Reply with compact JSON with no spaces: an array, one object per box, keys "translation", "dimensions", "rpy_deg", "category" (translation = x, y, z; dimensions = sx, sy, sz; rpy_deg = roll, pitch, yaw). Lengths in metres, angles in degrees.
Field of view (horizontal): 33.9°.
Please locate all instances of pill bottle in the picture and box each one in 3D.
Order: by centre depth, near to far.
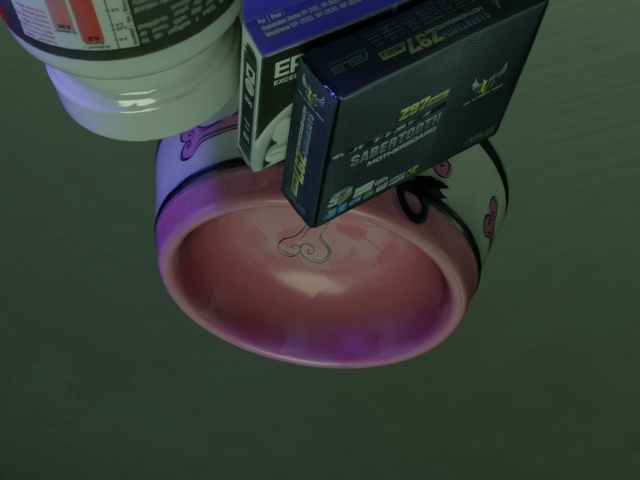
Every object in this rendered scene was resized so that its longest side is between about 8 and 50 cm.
[{"translation":[-0.163,-0.255,0.790],"dimensions":[0.210,0.210,0.363],"rpy_deg":[4,145,8],"category":"pill bottle"}]

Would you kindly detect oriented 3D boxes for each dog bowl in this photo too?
[{"translation":[0.000,0.000,1.173],"dimensions":[0.407,0.150,0.408],"rpy_deg":[7,145,5],"category":"dog bowl"}]

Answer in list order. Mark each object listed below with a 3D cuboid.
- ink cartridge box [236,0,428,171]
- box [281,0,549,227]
[{"translation":[0.024,-0.173,0.905],"dimensions":[0.206,0.045,0.208],"rpy_deg":[-27,152,-22],"category":"ink cartridge box"},{"translation":[0.079,-0.125,0.932],"dimensions":[0.232,0.059,0.183],"rpy_deg":[-28,154,-24],"category":"box"}]
